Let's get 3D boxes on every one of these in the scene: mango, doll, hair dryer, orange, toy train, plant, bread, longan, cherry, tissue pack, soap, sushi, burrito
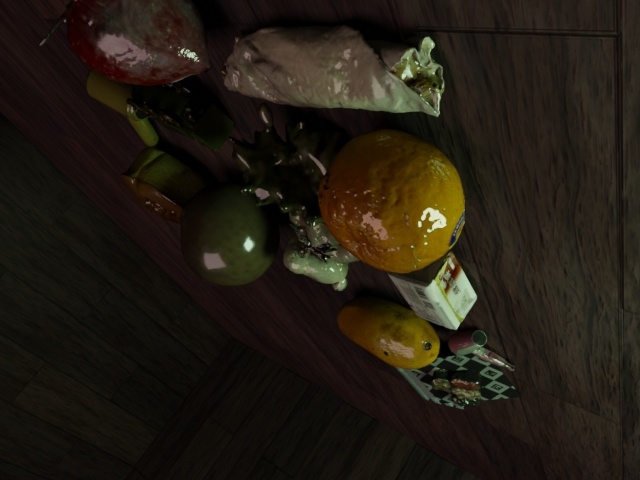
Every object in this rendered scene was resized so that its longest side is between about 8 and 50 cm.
[{"bbox_3d":[0.160,0.230,1.445,0.359,0.144,0.187,15,148,51],"label":"mango"},{"bbox_3d":[-0.004,-0.002,1.227,0.278,0.150,0.175,100,148,-54],"label":"doll"},{"bbox_3d":[-0.440,-0.303,1.347,0.135,0.090,0.278,30,165,11],"label":"hair dryer"},{"bbox_3d":[0.106,-0.058,0.828,0.220,0.192,0.219,17,157,7],"label":"orange"},{"bbox_3d":[-0.298,-0.268,1.159,0.226,0.090,0.137,27,173,37],"label":"toy train"},{"bbox_3d":[-0.039,-0.153,1.047,0.251,0.180,0.333,33,-166,-11],"label":"plant"},{"bbox_3d":[-0.408,-0.131,1.531,0.270,0.148,0.270,30,168,7],"label":"bread"},{"bbox_3d":[-0.227,-0.014,1.384,0.258,0.258,0.258,31,159,13],"label":"longan"},{"bbox_3d":[0.386,0.259,1.298,0.154,0.054,0.106,29,157,-9],"label":"hair dryer"},{"bbox_3d":[-0.279,-0.331,0.867,0.250,0.192,0.175,29,-165,2],"label":"cherry"},{"bbox_3d":[0.220,0.085,1.087,0.106,0.099,0.148,17,153,46],"label":"tissue pack"},{"bbox_3d":[0.305,0.361,1.580,0.150,0.094,0.261,0,139,47],"label":"soap"},{"bbox_3d":[0.364,0.379,1.443,0.232,0.047,0.219,-17,128,35],"label":"sushi"},{"bbox_3d":[-0.009,-0.242,0.778,0.392,0.076,0.117,18,133,38],"label":"burrito"}]

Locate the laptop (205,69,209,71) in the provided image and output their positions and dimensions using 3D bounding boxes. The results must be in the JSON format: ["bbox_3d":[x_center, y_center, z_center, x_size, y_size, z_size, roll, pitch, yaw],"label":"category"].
[{"bbox_3d":[-0.296,-0.368,1.052,0.197,0.016,0.135,15,153,47],"label":"laptop"}]
